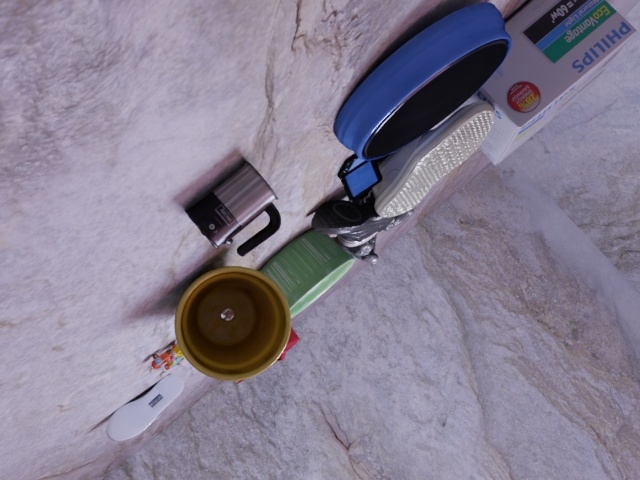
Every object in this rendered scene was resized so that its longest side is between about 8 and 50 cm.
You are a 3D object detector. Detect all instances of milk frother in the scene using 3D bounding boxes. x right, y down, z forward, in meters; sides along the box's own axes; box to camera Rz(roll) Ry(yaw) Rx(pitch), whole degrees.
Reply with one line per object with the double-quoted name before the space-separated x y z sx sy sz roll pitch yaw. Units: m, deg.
"milk frother" -0.148 -0.055 1.130 0.135 0.129 0.143 -39 -146 -6

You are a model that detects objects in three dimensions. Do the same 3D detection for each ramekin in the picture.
"ramekin" -0.057 0.100 1.975 0.303 0.148 0.303 -39 171 -8

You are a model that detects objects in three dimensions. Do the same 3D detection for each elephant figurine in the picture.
"elephant figurine" 0.167 -0.054 2.186 0.169 0.186 0.239 18 -98 61

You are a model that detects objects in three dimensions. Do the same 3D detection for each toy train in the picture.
"toy train" -0.442 0.337 1.884 0.125 0.046 0.166 -35 166 -23

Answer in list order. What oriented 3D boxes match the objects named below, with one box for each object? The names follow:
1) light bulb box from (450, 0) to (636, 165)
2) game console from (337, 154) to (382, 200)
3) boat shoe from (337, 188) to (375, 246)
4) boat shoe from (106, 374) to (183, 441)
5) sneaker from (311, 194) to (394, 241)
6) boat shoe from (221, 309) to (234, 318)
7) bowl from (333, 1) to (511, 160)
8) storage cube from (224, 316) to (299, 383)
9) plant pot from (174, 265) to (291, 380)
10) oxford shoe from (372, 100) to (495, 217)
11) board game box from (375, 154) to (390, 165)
"light bulb box" 0.530 -0.419 1.665 0.358 0.225 0.361 -40 170 0
"game console" 0.110 -0.172 1.617 0.122 0.071 0.107 -36 170 -29
"boat shoe" 0.174 -0.132 1.966 0.340 0.127 0.158 -47 165 -9
"boat shoe" -0.588 0.566 2.200 0.301 0.108 0.102 -42 172 -41
"sneaker" 0.094 -0.045 1.832 0.287 0.109 0.130 -9 142 -33
"boat shoe" -0.237 0.189 1.928 0.066 0.066 0.183 -45 169 27
"bowl" 0.207 -0.298 1.303 0.391 0.077 0.391 -34 171 -6
"storage cube" -0.227 0.334 2.215 0.193 0.215 0.183 -19 157 -51
"plant pot" -0.213 0.184 1.544 0.254 0.254 0.239 -39 -173 -11
"oxford shoe" 0.257 -0.215 1.646 0.169 0.130 0.449 -4 155 -30
"board game box" 0.171 -0.215 1.800 0.186 0.026 0.126 -33 168 -40
